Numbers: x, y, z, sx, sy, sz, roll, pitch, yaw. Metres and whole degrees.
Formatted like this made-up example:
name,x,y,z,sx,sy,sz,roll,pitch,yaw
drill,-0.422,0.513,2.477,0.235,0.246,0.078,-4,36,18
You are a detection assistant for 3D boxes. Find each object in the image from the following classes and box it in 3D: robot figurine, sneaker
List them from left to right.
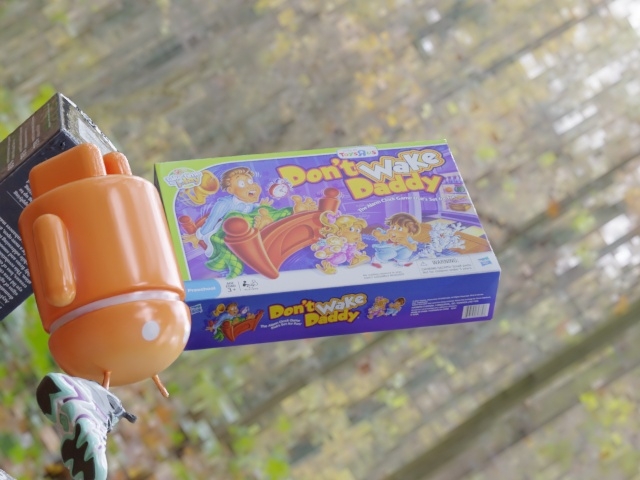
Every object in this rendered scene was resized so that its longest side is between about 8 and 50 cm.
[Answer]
name,x,y,z,sx,sy,sz,roll,pitch,yaw
sneaker,-0.160,0.137,1.259,0.069,0.038,0.098,6,46,-45
robot figurine,-0.182,0.030,1.470,0.158,0.128,0.219,118,-41,-67

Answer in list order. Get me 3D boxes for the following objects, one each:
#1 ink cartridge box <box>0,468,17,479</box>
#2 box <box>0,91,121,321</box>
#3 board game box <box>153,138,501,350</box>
name,x,y,z,sx,sy,sz,roll,pitch,yaw
ink cartridge box,-0.314,0.330,1.874,0.332,0.065,0.165,35,4,-14
box,-0.297,-0.028,1.709,0.108,0.207,0.153,47,6,-20
board game box,0.000,0.000,1.927,0.233,0.347,0.078,-108,-163,-46
